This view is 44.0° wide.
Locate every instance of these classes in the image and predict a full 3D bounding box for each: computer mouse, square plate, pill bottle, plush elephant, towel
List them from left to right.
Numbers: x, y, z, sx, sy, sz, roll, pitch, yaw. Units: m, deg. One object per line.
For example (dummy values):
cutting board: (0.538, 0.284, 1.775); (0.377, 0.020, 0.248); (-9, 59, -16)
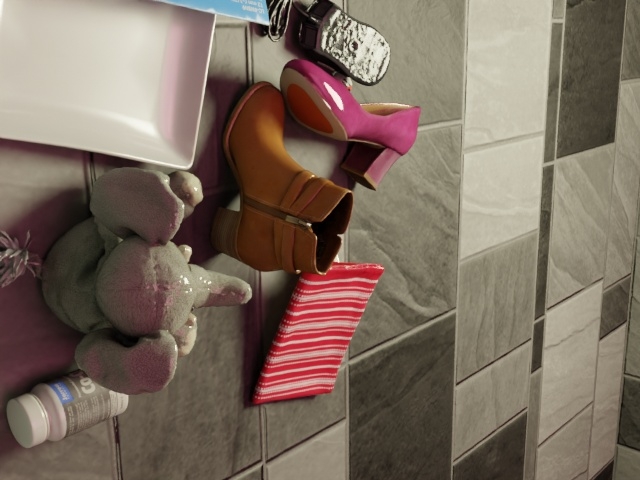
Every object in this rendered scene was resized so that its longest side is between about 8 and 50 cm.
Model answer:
pill bottle: (-0.327, 0.212, 1.028); (0.137, 0.078, 0.078); (-18, 112, -46)
square plate: (-0.277, -0.280, 0.984); (0.347, 0.049, 0.344); (6, 94, -50)
plush elephant: (-0.214, 0.048, 0.979); (0.330, 0.255, 0.271); (3, 97, -49)
towel: (-0.002, 0.157, 1.370); (0.199, 0.031, 0.274); (5, 112, -49)
computer mouse: (0.020, -0.373, 1.299); (0.262, 0.060, 0.184); (17, 91, -38)

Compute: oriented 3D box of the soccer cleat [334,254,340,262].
soccer cleat: (0.000, 0.000, 1.363); (0.076, 0.068, 0.196); (-53, 131, -31)

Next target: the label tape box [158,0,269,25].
label tape box: (-0.135, -0.470, 0.991); (0.249, 0.115, 0.347); (-4, 86, -49)

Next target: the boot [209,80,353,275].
boot: (-0.049, -0.091, 1.161); (0.109, 0.220, 0.283); (23, 82, -49)

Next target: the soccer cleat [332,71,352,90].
soccer cleat: (0.025, -0.269, 1.353); (0.083, 0.029, 0.035); (-19, 105, -49)

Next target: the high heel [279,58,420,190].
high heel: (0.059, -0.237, 1.317); (0.181, 0.127, 0.377); (-58, 153, -7)
